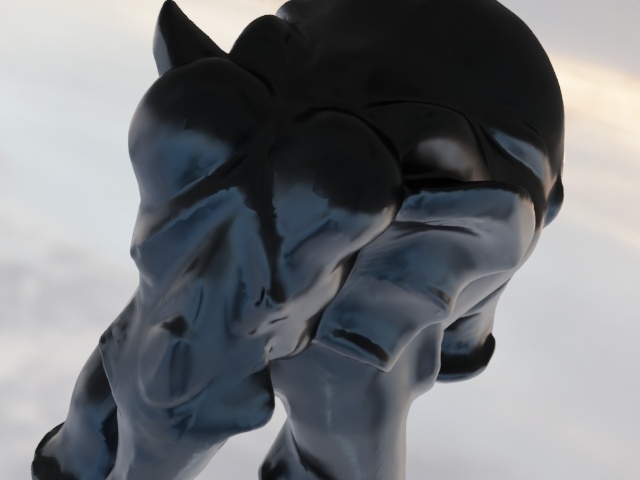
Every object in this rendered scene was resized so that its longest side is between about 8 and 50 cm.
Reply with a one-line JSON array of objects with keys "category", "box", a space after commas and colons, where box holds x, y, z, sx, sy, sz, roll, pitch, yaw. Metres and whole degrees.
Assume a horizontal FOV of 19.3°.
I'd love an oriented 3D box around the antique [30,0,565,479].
[{"category": "antique", "box": [0.000, 0.000, 0.872, 0.185, 0.255, 0.322, 30, -140, 13]}]
